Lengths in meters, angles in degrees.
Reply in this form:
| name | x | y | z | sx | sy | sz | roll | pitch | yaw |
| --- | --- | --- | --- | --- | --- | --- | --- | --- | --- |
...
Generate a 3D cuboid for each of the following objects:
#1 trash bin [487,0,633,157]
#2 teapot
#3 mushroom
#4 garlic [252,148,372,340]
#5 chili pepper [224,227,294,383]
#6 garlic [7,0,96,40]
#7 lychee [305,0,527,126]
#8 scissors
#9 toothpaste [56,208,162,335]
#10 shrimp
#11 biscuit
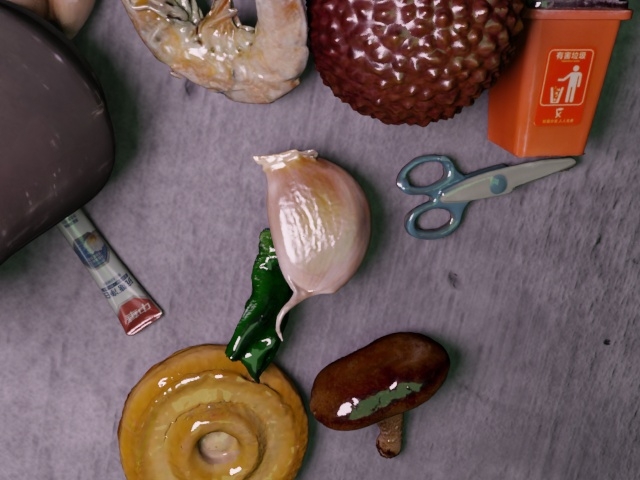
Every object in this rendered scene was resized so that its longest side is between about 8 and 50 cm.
| name | x | y | z | sx | sy | sz | roll | pitch | yaw |
| --- | --- | --- | --- | --- | --- | --- | --- | --- | --- |
| trash bin | 0.316 | -0.249 | 0.985 | 0.161 | 0.184 | 0.238 | -3 | 115 | -11 |
| teapot | -0.440 | -0.055 | 0.757 | 0.306 | 0.361 | 0.376 | 38 | 134 | -19 |
| mushroom | 0.112 | 0.264 | 1.099 | 0.227 | 0.148 | 0.217 | -21 | 126 | 4 |
| garlic | 0.003 | 0.004 | 0.978 | 0.149 | 0.128 | 0.266 | -8 | 78 | 13 |
| chili pepper | -0.076 | 0.094 | 1.000 | 0.098 | 0.061 | 0.224 | 27 | 70 | -46 |
| garlic | -0.402 | -0.384 | 0.815 | 0.279 | 0.132 | 0.325 | 11 | 97 | -8 |
| lychee | 0.112 | -0.288 | 0.876 | 0.276 | 0.304 | 0.275 | -30 | 134 | -36 |
| scissors | 0.262 | -0.089 | 1.070 | 0.289 | 0.041 | 0.138 | -14 | 108 | -4 |
| toothpaste | -0.315 | 0.031 | 0.982 | 0.062 | 0.039 | 0.239 | -33 | 110 | -9 |
| shrimp | -0.153 | -0.307 | 0.834 | 0.360 | 0.247 | 0.085 | 46 | 49 | -31 |
| biscuit | -0.161 | 0.304 | 1.051 | 0.297 | 0.102 | 0.296 | -2 | 102 | -11 |
